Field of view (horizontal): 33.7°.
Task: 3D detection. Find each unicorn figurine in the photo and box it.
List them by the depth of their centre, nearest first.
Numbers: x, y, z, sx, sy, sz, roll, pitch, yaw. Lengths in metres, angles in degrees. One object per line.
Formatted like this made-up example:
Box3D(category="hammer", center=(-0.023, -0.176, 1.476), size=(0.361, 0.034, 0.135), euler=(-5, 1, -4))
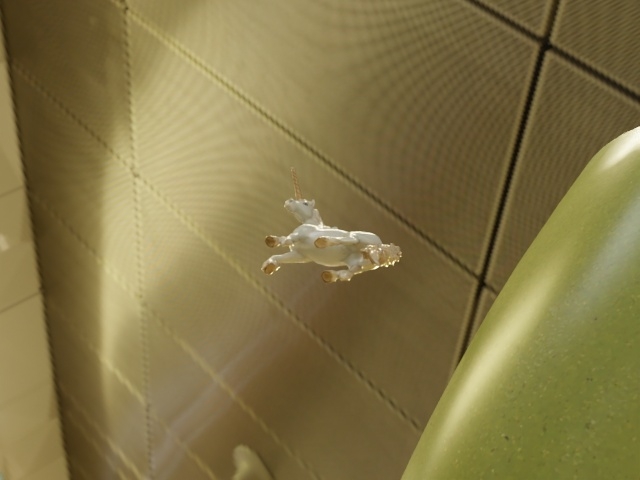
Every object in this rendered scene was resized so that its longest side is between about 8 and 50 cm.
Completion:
Box3D(category="unicorn figurine", center=(0.000, 0.000, 0.937), size=(0.162, 0.111, 0.060), euler=(27, -65, 27))

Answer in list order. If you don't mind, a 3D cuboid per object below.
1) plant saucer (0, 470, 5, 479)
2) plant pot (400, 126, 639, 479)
Box3D(category="plant saucer", center=(-0.382, 0.279, 1.061), size=(0.037, 0.195, 0.194), euler=(-18, -79, 35))
Box3D(category="plant pot", center=(0.149, 0.138, 0.505), size=(0.275, 0.293, 0.274), euler=(39, -23, 20))
